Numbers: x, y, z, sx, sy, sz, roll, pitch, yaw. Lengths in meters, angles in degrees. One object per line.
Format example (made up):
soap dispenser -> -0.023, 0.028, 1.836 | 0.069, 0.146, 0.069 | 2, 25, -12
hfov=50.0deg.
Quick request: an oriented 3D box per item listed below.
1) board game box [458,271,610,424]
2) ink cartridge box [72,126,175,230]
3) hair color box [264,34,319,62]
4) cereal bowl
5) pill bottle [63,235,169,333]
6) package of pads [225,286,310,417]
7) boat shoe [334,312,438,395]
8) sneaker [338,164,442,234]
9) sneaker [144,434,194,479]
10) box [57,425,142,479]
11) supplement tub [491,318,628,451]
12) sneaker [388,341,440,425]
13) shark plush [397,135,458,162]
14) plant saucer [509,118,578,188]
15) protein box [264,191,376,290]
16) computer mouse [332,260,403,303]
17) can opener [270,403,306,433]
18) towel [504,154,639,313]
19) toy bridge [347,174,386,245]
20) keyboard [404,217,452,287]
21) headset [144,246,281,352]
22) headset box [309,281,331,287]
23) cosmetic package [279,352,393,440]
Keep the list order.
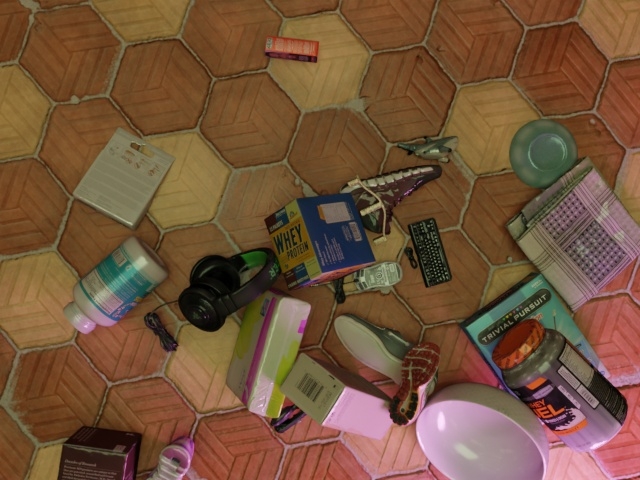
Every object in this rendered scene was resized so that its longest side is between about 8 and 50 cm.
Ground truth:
board game box -> 0.579, 0.297, 1.861 | 0.253, 0.079, 0.336 | -35, 92, -2
ink cartridge box -> -0.521, -0.165, 1.835 | 0.180, 0.056, 0.225 | 29, 70, -2
hair color box -> -0.076, -0.511, 1.833 | 0.141, 0.072, 0.043 | 7, 90, -2
cereal bowl -> 0.426, 0.493, 1.773 | 0.339, 0.339, 0.141 | 42, 45, -2
pill bottle -> -0.534, 0.121, 1.776 | 0.264, 0.146, 0.146 | -41, 92, -1
package of pads -> -0.141, 0.272, 1.753 | 0.101, 0.229, 0.297 | 17, 89, -23
boat shoe -> 0.181, 0.291, 1.851 | 0.319, 0.116, 0.099 | 35, 45, 4
sneaker -> 0.200, -0.103, 1.841 | 0.281, 0.106, 0.163 | -13, 96, 8
sneaker -> -0.398, 0.609, 1.814 | 0.095, 0.104, 0.236 | 31, 111, -3
box -> -0.571, 0.608, 1.763 | 0.166, 0.168, 0.203 | 8, 89, -2
supplement tub -> 0.595, 0.358, 1.725 | 0.316, 0.193, 0.193 | 45, 88, -1
sneaker -> 0.241, 0.364, 1.747 | 0.088, 0.093, 0.225 | 23, 79, 25
shark plush -> 0.295, -0.254, 1.876 | 0.161, 0.073, 0.067 | -2, 70, 18
plant saucer -> 0.620, -0.240, 1.883 | 0.194, 0.037, 0.195 | 0, 90, -3
protein box -> 0.000, 0.000, 1.741 | 0.201, 0.136, 0.200 | -10, 76, -44
computer mouse -> 0.128, 0.105, 1.860 | 0.192, 0.042, 0.106 | -11, 86, 3
can opener -> -0.051, 0.450, 1.844 | 0.186, 0.073, 0.059 | -33, 83, -11
towel -> 0.706, -0.018, 1.866 | 0.312, 0.056, 0.324 | -41, 97, -2
toy bridge -> 0.133, -0.085, 1.787 | 0.063, 0.026, 0.188 | -23, 97, 7
keyboard -> 0.288, 0.037, 1.875 | 0.108, 0.023, 0.180 | -17, 90, -2
headset -> -0.271, 0.156, 1.762 | 0.394, 0.243, 0.185 | -22, 111, 12
headset box -> -0.007, 0.081, 1.856 | 0.062, 0.032, 0.083 | -8, 92, -2
cosmetic package -> 0.056, 0.393, 1.710 | 0.160, 0.309, 0.113 | 32, 88, 39
